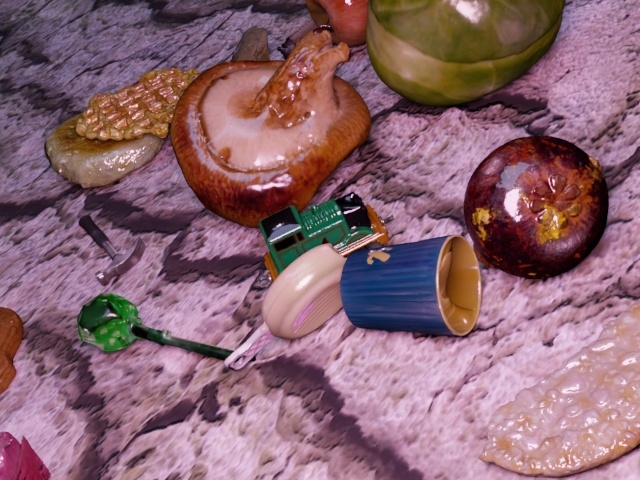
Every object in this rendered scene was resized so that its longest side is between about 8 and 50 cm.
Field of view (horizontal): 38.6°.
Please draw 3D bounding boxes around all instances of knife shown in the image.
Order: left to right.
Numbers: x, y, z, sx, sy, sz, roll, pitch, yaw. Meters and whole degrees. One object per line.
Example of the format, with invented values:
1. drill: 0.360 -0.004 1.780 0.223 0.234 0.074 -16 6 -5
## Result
1. knife: 0.034 -0.491 2.030 0.089 0.043 0.365 35 60 14

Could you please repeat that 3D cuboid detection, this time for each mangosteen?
1. mangosteen: 0.277 -0.044 1.230 0.192 0.192 0.217 -33 5 -9

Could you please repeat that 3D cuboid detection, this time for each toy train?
1. toy train: 0.000 0.000 1.357 0.227 0.136 0.091 -27 36 2

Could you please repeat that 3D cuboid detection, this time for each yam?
1. yam: -0.154 -0.340 1.896 0.106 0.106 0.259 -6 41 25

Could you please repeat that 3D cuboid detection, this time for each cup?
1. cup: 0.128 0.057 1.234 0.155 0.131 0.176 -5 11 32

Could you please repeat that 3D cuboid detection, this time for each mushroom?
1. mushroom: -0.092 -0.202 1.541 0.345 0.260 0.345 0 53 0

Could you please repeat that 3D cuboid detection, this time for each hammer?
1. hammer: -0.399 -0.001 1.693 0.103 0.029 0.246 -35 35 -12

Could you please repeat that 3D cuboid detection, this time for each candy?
1. candy: -0.234 0.148 1.382 0.323 0.097 0.097 11 49 28

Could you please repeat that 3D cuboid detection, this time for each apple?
1. apple: 0.069 -0.502 1.894 0.174 0.188 0.188 -29 35 -17

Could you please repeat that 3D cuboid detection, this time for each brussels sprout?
1. brussels sprout: 0.223 -0.391 1.589 0.315 0.276 0.371 -38 37 -21

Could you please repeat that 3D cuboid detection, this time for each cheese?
1. cheese: -0.045 0.101 1.276 0.227 0.137 0.064 -44 63 -1

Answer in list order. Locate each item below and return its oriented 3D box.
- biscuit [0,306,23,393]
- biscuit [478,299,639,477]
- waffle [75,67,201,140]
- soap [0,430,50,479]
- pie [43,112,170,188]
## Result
1. biscuit: -0.639 0.215 1.556 0.273 0.049 0.257 -24 36 6
2. biscuit: 0.312 0.182 1.024 0.290 0.038 0.141 -35 38 -10
3. waffle: -0.372 -0.287 1.916 0.291 0.051 0.291 -12 35 9
4. soap: -0.497 0.376 1.211 0.289 0.112 0.182 -41 39 -19
5. pie: -0.447 -0.226 1.969 0.323 0.070 0.323 -13 35 9
